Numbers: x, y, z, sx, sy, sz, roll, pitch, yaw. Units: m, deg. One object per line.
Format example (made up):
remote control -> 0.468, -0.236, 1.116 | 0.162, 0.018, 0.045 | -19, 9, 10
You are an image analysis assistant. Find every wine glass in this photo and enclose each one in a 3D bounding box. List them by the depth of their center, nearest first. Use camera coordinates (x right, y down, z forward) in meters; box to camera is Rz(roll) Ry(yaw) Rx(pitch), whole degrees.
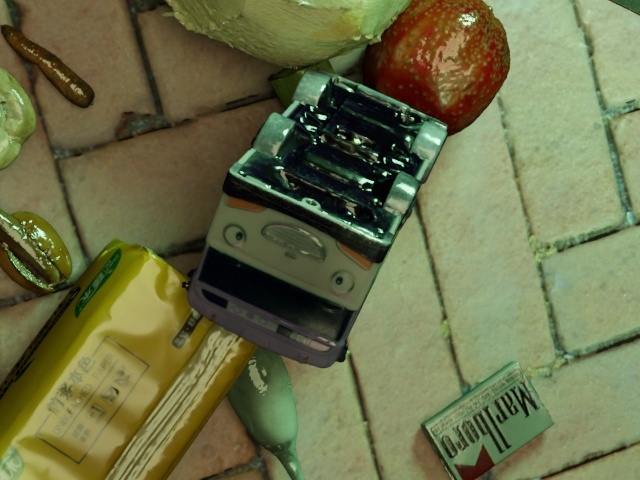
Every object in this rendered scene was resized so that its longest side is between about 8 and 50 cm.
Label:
wine glass -> 0.022, 0.258, 1.870 | 0.264, 0.096, 0.310 | -23, 95, -11

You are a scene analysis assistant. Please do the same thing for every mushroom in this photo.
mushroom -> -0.453, -0.161, 1.738 | 0.148, 0.112, 0.148 | 2, 82, -17

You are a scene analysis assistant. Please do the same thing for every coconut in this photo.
coconut -> -0.027, -0.404, 1.722 | 0.360, 0.346, 0.346 | 14, 87, -11

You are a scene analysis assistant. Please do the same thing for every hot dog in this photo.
hot dog -> -0.400, 0.009, 1.780 | 0.089, 0.060, 0.140 | -35, 95, -16

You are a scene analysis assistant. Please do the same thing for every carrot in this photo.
carrot -> -0.376, -0.243, 1.797 | 0.165, 0.035, 0.036 | 43, 81, -8

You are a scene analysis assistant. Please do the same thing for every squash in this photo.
squash -> 0.006, -0.168, 1.869 | 0.095, 0.095, 0.188 | -28, 103, -12

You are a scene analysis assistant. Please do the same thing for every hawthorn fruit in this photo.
hawthorn fruit -> 0.150, -0.238, 1.851 | 0.205, 0.205, 0.253 | 38, 89, -12

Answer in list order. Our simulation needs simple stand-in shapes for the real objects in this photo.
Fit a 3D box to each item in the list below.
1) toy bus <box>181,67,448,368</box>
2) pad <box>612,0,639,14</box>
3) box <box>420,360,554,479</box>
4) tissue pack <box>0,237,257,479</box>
toy bus -> 0.000, -0.034, 1.632 | 0.209, 0.440, 0.249 | 25, 116, 3
pad -> 0.521, -0.456, 2.036 | 0.142, 0.003, 0.211 | 22, 85, -14
box -> 0.251, 0.276, 1.961 | 0.177, 0.036, 0.115 | -32, 98, -12
tissue pack -> -0.281, 0.202, 1.692 | 0.228, 0.293, 0.382 | 38, 82, -13
